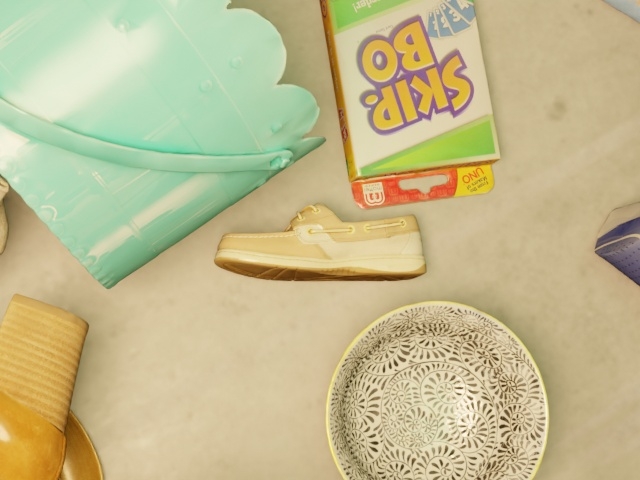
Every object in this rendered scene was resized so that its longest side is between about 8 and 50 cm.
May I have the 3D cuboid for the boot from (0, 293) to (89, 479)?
[{"bbox_3d":[-0.310,0.112,0.720,0.295,0.104,0.211,17,69,2],"label":"boot"}]

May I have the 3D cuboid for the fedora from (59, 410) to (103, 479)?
[{"bbox_3d":[-0.247,0.183,0.798,0.194,0.079,0.194,1,83,-10],"label":"fedora"}]

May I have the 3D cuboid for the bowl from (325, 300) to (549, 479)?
[{"bbox_3d":[0.081,0.133,0.862,0.170,0.080,0.170,1,83,-9],"label":"bowl"}]

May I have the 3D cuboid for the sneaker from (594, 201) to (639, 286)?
[{"bbox_3d":[0.357,0.102,0.891,0.315,0.127,0.182,29,76,-7],"label":"sneaker"}]

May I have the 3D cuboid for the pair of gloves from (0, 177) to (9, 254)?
[{"bbox_3d":[-0.327,-0.043,0.760,0.240,0.204,0.042,32,44,-5],"label":"pair of gloves"}]

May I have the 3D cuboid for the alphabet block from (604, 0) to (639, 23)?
[{"bbox_3d":[0.359,-0.272,0.910,0.192,0.193,0.197,31,78,-6],"label":"alphabet block"}]

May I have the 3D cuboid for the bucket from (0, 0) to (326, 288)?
[{"bbox_3d":[-0.152,-0.114,0.766,0.183,0.281,0.281,-41,91,-9],"label":"bucket"}]

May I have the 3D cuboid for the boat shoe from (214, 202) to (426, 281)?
[{"bbox_3d":[0.000,0.000,0.879,0.170,0.063,0.059,3,79,-19],"label":"boat shoe"}]

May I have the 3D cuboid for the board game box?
[{"bbox_3d":[0.069,-0.160,0.926,0.124,0.039,0.259,-8,86,-10],"label":"board game box"}]
